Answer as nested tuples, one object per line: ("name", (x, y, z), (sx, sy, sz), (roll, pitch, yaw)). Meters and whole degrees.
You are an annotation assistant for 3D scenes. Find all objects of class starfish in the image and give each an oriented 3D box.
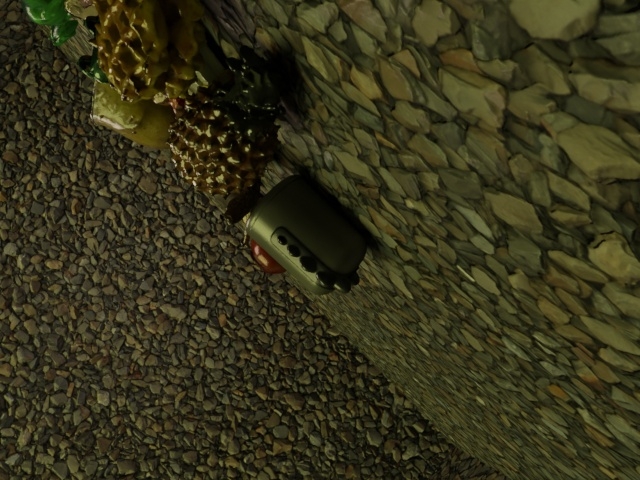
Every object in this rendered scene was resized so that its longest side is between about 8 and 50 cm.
("starfish", (-0.222, -0.165, 1.388), (0.384, 0.132, 0.399), (99, 159, -70))

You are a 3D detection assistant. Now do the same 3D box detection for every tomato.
("tomato", (-0.198, 0.040, 2.139), (0.208, 0.184, 0.208), (42, 168, 11))

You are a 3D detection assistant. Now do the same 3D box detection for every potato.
("potato", (-0.516, -0.461, 1.575), (0.295, 0.290, 0.397), (20, 135, -18))

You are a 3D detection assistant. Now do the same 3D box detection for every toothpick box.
("toothpick box", (-0.022, 0.006, 1.310), (0.316, 0.229, 0.229), (43, 168, 8))

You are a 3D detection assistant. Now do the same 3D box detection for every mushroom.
("mushroom", (-0.317, -0.148, 2.044), (0.407, 0.137, 0.154), (20, 140, 60))

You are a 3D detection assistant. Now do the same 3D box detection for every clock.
("clock", (-0.295, -0.394, 1.168), (0.255, 0.106, 0.219), (52, 167, -32))

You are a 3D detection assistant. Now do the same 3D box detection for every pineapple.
("pineapple", (-0.155, -0.237, 0.968), (0.223, 0.223, 0.357), (47, 145, -6))

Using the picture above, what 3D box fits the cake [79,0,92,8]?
("cake", (-0.541, -0.662, 1.220), (0.295, 0.113, 0.116), (8, 149, 53))

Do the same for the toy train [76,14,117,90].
("toy train", (-0.479, -0.471, 1.244), (0.177, 0.116, 0.286), (22, -134, -40))

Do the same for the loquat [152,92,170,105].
("loquat", (-0.407, -0.426, 1.391), (0.113, 0.137, 0.137), (59, 166, -13))

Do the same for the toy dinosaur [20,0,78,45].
("toy dinosaur", (-0.888, -0.683, 1.543), (0.144, 0.500, 0.374), (39, 135, -11))

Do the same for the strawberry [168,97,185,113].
("strawberry", (-0.343, -0.350, 1.315), (0.121, 0.082, 0.188), (34, 150, 60))

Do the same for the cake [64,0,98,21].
("cake", (-0.663, -0.663, 1.470), (0.220, 0.116, 0.086), (116, 145, -76))

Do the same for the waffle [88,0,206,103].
("waffle", (-0.310, -0.393, 0.871), (0.261, 0.151, 0.324), (48, 147, 34))

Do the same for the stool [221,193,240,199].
("stool", (-0.300, -0.214, 1.736), (0.228, 0.139, 0.153), (54, 167, -26))
